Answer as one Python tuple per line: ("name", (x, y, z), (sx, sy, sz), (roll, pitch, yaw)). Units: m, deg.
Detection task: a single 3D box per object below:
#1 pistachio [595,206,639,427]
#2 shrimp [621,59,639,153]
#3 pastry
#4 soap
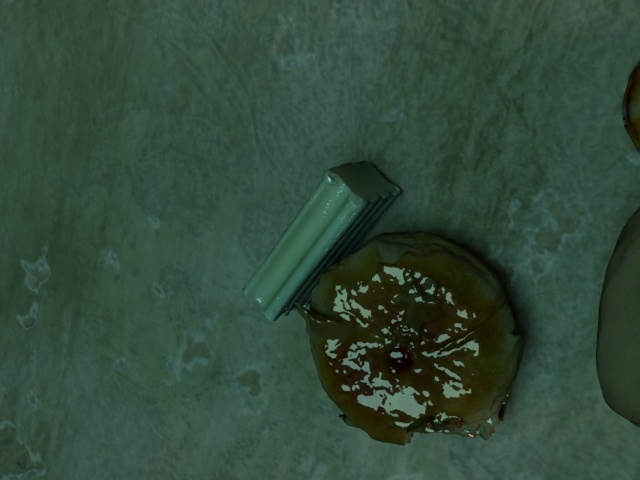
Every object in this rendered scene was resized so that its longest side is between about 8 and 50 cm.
("pistachio", (0.341, 0.053, 0.912), (0.166, 0.197, 0.288), (0, 133, -10))
("shrimp", (0.418, -0.084, 0.936), (0.152, 0.063, 0.287), (-46, 74, 17))
("pastry", (0.102, 0.111, 1.102), (0.257, 0.121, 0.236), (0, 103, 20))
("soap", (0.000, 0.000, 1.159), (0.063, 0.114, 0.198), (45, 117, 15))
